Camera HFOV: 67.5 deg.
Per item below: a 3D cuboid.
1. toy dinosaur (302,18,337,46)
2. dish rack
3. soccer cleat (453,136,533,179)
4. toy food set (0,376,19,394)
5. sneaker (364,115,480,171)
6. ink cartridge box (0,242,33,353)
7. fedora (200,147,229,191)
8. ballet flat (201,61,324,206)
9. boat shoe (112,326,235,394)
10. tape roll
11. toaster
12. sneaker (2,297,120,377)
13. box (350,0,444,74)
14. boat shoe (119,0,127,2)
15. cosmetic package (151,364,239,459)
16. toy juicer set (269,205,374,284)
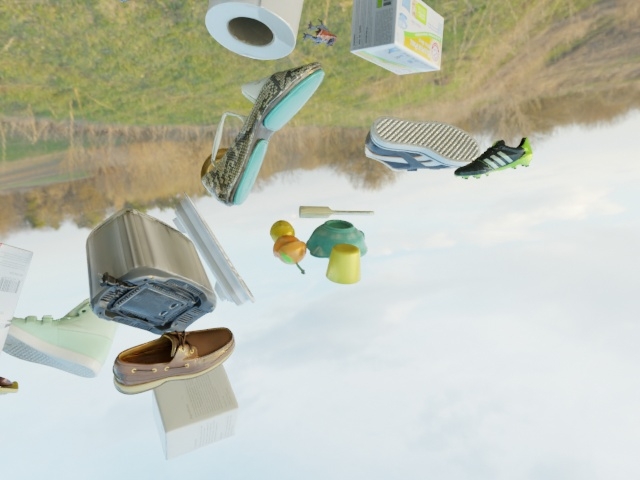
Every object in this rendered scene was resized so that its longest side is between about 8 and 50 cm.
[{"bbox_3d":[0.006,-0.387,0.917,0.082,0.047,0.090,0,-141,-36],"label":"toy dinosaur"},{"bbox_3d":[-0.290,0.044,1.292,0.072,0.333,0.285,-31,177,-8],"label":"dish rack"},{"bbox_3d":[0.386,-0.185,1.083,0.178,0.072,0.060,-14,-169,4],"label":"soccer cleat"},{"bbox_3d":[-0.654,0.255,0.892,0.128,0.071,0.218,-2,162,-11],"label":"toy food set"},{"bbox_3d":[0.277,-0.259,1.337,0.321,0.126,0.127,11,158,-11],"label":"sneaker"},{"bbox_3d":[-0.558,0.101,0.730,0.092,0.218,0.158,8,168,7],"label":"ink cartridge box"},{"bbox_3d":[-0.356,-0.251,1.754,0.194,0.195,0.079,-11,180,4],"label":"fedora"},{"bbox_3d":[-0.191,-0.329,1.356,0.182,0.483,0.164,36,-170,8],"label":"ballet flat"},{"bbox_3d":[-0.203,0.161,0.684,0.177,0.060,0.064,-14,-136,-30],"label":"boat shoe"},{"bbox_3d":[-0.171,-0.628,1.284,0.246,0.169,0.246,9,169,2],"label":"tape roll"},{"bbox_3d":[-0.275,0.050,0.756,0.129,0.146,0.227,-35,147,12],"label":"toaster"},{"bbox_3d":[-0.555,0.174,0.998,0.094,0.255,0.151,-52,-162,42],"label":"sneaker"},{"bbox_3d":[0.162,-0.422,0.981,0.103,0.114,0.203,7,-173,38],"label":"box"},{"bbox_3d":[-0.347,-0.474,0.805,0.042,0.133,0.049,7,-153,44],"label":"boat shoe"},{"bbox_3d":[-0.322,0.429,1.221,0.183,0.151,0.151,-11,-133,-27],"label":"cosmetic package"},{"bbox_3d":[0.000,0.000,1.039,0.209,0.090,0.329,8,-158,8],"label":"toy juicer set"}]
